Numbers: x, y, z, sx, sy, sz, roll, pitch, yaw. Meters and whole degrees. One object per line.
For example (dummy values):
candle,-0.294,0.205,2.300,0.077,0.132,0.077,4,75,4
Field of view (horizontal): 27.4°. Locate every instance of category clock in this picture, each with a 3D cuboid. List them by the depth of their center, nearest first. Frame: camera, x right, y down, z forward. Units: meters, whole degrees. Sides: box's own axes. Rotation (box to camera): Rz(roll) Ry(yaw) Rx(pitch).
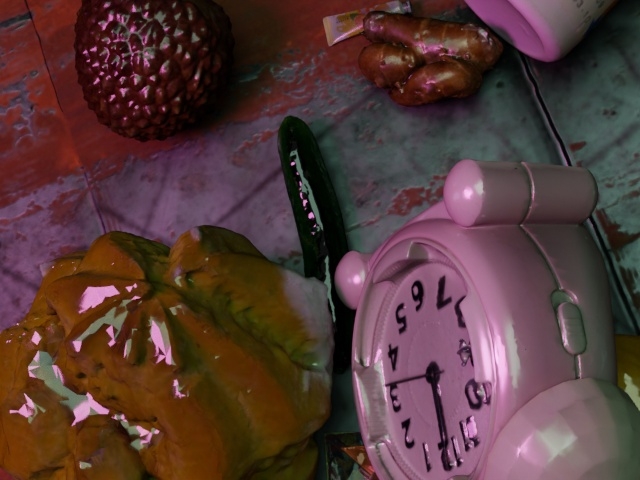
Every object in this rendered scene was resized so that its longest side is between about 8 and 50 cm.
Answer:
clock,0.147,0.128,1.194,0.184,0.342,0.326,3,67,-20

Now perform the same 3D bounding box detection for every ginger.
ginger,0.108,-0.189,1.412,0.162,0.073,0.103,15,66,22

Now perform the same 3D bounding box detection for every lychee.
lychee,-0.186,-0.199,1.432,0.188,0.188,0.188,-3,75,12

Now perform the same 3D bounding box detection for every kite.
kite,0.047,0.239,1.350,0.125,0.008,0.222,40,87,21

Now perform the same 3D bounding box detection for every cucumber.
cucumber,0.000,0.000,1.396,0.056,0.056,0.284,-14,78,9

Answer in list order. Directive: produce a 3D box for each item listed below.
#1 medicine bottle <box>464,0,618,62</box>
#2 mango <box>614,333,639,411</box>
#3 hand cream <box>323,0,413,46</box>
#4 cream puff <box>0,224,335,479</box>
medicine bottle,0.281,-0.339,1.357,0.293,0.170,0.170,-46,71,-1
mango,0.328,0.208,1.239,0.176,0.119,0.317,-41,78,1
hand cream,0.053,-0.246,1.465,0.102,0.022,0.035,-14,81,14
cream puff,-0.164,0.143,1.283,0.378,0.275,0.378,-3,78,12
